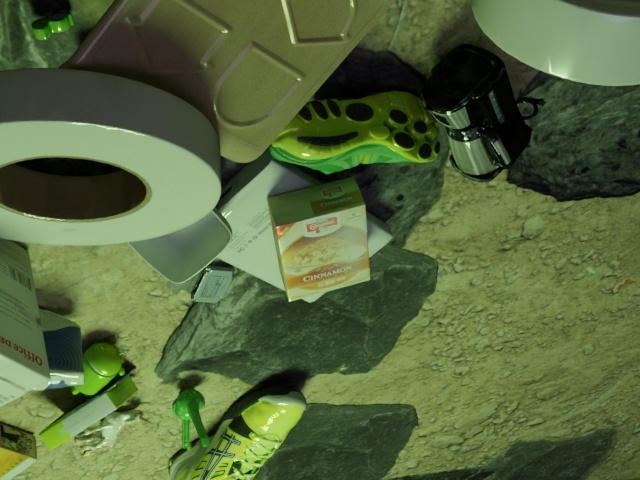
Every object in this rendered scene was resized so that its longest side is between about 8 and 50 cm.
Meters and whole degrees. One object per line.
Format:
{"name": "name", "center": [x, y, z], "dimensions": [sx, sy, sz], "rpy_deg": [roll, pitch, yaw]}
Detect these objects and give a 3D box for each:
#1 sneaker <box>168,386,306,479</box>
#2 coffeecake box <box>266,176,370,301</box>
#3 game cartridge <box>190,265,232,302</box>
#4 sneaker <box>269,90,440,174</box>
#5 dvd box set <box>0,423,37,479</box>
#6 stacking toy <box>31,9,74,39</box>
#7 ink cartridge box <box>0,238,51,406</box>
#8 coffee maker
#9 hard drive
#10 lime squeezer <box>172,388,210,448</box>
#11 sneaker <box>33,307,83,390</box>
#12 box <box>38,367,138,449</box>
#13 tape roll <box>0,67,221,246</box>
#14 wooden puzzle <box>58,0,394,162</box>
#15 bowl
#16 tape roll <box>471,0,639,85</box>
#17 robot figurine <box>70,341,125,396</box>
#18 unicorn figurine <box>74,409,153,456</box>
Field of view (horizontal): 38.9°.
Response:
{"name": "sneaker", "center": [-0.158, 0.445, 1.875], "dimensions": [0.145, 0.147, 0.384], "rpy_deg": [24, 122, -39]}
{"name": "coffeecake box", "center": [0.000, 0.000, 1.440], "dimensions": [0.142, 0.068, 0.185], "rpy_deg": [-14, 139, -6]}
{"name": "game cartridge", "center": [-0.184, 0.075, 1.549], "dimensions": [0.056, 0.017, 0.083], "rpy_deg": [9, 132, -26]}
{"name": "sneaker", "center": [0.053, -0.159, 1.340], "dimensions": [0.295, 0.109, 0.123], "rpy_deg": [-2, 174, -34]}
{"name": "dvd box set", "center": [-0.770, 0.386, 1.610], "dimensions": [0.307, 0.062, 0.420], "rpy_deg": [-34, 138, 16]}
{"name": "stacking toy", "center": [-0.244, -0.223, 1.160], "dimensions": [0.221, 0.052, 0.167], "rpy_deg": [-11, 139, -10]}
{"name": "ink cartridge box", "center": [-0.510, 0.108, 1.264], "dimensions": [0.168, 0.233, 0.171], "rpy_deg": [-27, 146, 8]}
{"name": "coffee maker", "center": [0.242, -0.205, 1.354], "dimensions": [0.171, 0.120, 0.178], "rpy_deg": [-62, 144, -22]}
{"name": "hard drive", "center": [-0.049, -0.014, 1.488], "dimensions": [0.203, 0.040, 0.307], "rpy_deg": [-40, 137, 21]}
{"name": "lime squeezer", "center": [-0.248, 0.346, 1.768], "dimensions": [0.059, 0.110, 0.310], "rpy_deg": [-25, 174, -20]}
{"name": "sneaker", "center": [-0.548, 0.207, 1.472], "dimensions": [0.315, 0.127, 0.182], "rpy_deg": [5, 138, -18]}
{"name": "box", "center": [-0.412, 0.304, 1.644], "dimensions": [0.178, 0.042, 0.109], "rpy_deg": [-32, -177, 13]}
{"name": "tape roll", "center": [-0.319, -0.089, 1.147], "dimensions": [0.392, 0.072, 0.392], "rpy_deg": [-3, 160, -1]}
{"name": "wooden puzzle", "center": [-0.097, -0.270, 1.091], "dimensions": [0.348, 0.080, 0.322], "rpy_deg": [-43, 144, 19]}
{"name": "bowl", "center": [-0.215, -0.022, 1.367], "dimensions": [0.142, 0.053, 0.142], "rpy_deg": [-39, 105, 21]}
{"name": "tape roll", "center": [0.337, -0.316, 1.124], "dimensions": [0.286, 0.286, 0.100], "rpy_deg": [-8, 138, -15]}
{"name": "robot figurine", "center": [-0.394, 0.224, 1.586], "dimensions": [0.101, 0.067, 0.115], "rpy_deg": [21, 125, -40]}
{"name": "unicorn figurine", "center": [-0.408, 0.362, 1.751], "dimensions": [0.111, 0.060, 0.162], "rpy_deg": [-2, 152, -34]}
